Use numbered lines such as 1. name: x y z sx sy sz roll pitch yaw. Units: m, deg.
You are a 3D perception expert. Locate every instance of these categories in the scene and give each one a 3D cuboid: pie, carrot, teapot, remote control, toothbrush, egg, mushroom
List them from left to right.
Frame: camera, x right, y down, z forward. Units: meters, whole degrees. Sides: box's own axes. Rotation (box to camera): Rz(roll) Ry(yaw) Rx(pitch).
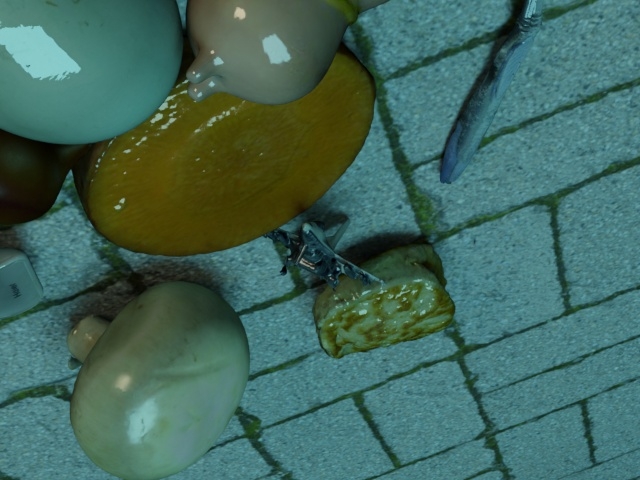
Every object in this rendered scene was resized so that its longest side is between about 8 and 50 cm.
1. remote control: -0.454 0.059 1.287 0.313 0.055 0.109 -10 153 -5
2. teapot: -0.329 -0.092 1.072 0.252 0.135 0.178 16 171 -15
3. egg: -0.221 -0.176 0.936 0.183 0.182 0.264 -37 136 25
4. mushroom: -0.201 0.157 1.436 0.246 0.202 0.246 -57 164 -26
5. carrot: -0.092 -0.103 1.205 0.307 0.100 0.258 -25 146 -6
6. pie: 0.076 0.080 1.549 0.179 0.084 0.205 -19 149 3
7. toothbrush: 0.192 -0.188 1.263 0.035 0.042 0.413 -6 147 -20

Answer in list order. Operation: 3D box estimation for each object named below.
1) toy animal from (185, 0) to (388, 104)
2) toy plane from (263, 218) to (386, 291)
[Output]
1. toy animal: -0.019 -0.207 0.982 0.248 0.149 0.165 -42 -173 -11
2. toy plane: -0.006 0.014 1.345 0.082 0.160 0.234 -65 169 7
